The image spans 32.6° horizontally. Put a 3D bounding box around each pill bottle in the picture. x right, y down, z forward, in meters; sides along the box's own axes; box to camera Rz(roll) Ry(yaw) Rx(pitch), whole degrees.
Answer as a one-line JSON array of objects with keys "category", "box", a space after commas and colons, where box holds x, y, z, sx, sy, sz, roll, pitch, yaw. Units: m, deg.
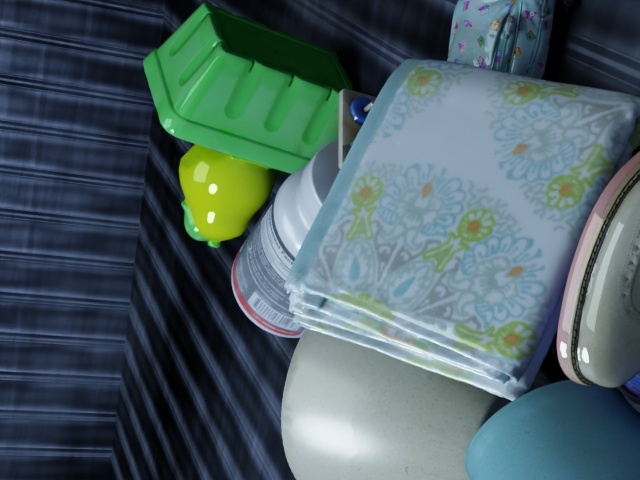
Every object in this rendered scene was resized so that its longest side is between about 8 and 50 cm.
[{"category": "pill bottle", "box": [0.000, 0.000, 1.816, 0.363, 0.210, 0.210, 128, 139, -53]}]

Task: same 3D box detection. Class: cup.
[{"category": "cup", "box": [0.150, 0.211, 1.361, 0.237, 0.331, 0.331, 14, 102, 45]}]

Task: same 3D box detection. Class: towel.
[{"category": "towel", "box": [0.161, -0.029, 1.263, 0.320, 0.090, 0.375, 18, 75, 32]}]

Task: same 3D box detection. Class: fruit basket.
[{"category": "fruit basket", "box": [-0.150, -0.190, 1.989, 0.283, 0.392, 0.392, -112, 33, -45]}]

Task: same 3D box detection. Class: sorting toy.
[{"category": "sorting toy", "box": [0.095, -0.154, 1.667, 0.046, 0.132, 0.275, -33, 51, 55]}]

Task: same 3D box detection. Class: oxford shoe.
[{"category": "oxford shoe", "box": [0.350, -0.026, 0.955, 0.146, 0.140, 0.397, 38, 101, 46]}]

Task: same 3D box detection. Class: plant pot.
[{"category": "plant pot", "box": [0.270, 0.284, 1.056, 0.255, 0.271, 0.272, -112, 33, -44]}]

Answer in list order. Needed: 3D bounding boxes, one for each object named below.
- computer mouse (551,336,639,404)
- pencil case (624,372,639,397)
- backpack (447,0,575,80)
[{"category": "computer mouse", "box": [0.321, 0.245, 1.233, 0.184, 0.060, 0.262, 20, 103, 58]}, {"category": "pencil case", "box": [0.363, 0.127, 1.029, 0.306, 0.133, 0.119, 45, 157, 60]}, {"category": "backpack", "box": [0.232, -0.255, 1.406, 0.152, 0.115, 0.182, -146, 64, -65]}]
